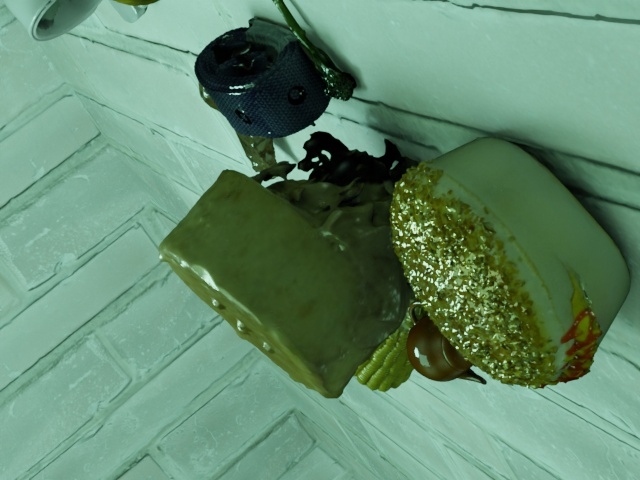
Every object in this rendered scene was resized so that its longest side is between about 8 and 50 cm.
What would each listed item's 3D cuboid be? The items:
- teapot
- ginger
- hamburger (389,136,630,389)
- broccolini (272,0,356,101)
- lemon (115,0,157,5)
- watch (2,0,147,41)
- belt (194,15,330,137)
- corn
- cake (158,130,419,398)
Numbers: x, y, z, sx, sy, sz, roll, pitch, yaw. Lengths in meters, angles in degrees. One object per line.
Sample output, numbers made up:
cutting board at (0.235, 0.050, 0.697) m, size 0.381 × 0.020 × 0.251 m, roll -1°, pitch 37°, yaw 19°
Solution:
teapot at (0.198, 0.160, 1.734) m, size 0.173 × 0.116 × 0.116 m, roll 56°, pitch 166°, yaw -16°
ginger at (-0.134, -0.214, 1.854) m, size 0.122 × 0.084 × 0.290 m, roll 49°, pitch 168°, yaw 41°
hamburger at (0.193, 0.031, 1.206) m, size 0.294 × 0.179 × 0.276 m, roll 49°, pitch 168°, yaw 8°
broccolini at (-0.026, -0.272, 1.452) m, size 0.218 × 0.042 × 0.044 m, roll 54°, pitch 140°, yaw 6°
lemon at (-0.255, -0.413, 1.485) m, size 0.188 × 0.188 × 0.257 m, roll 50°, pitch 175°, yaw 4°
watch at (-0.423, -0.431, 1.914) m, size 0.196 × 0.231 × 0.244 m, roll 48°, pitch 164°, yaw 3°
belt at (-0.078, -0.218, 1.558) m, size 0.126 × 0.139 × 0.230 m, roll 52°, pitch 167°, yaw -32°
corn at (0.111, 0.168, 1.953) m, size 0.144 × 0.144 × 0.387 m, roll 47°, pitch 167°, yaw 17°
cake at (-0.002, 0.000, 1.483) m, size 0.332 × 0.321 × 0.332 m, roll 41°, pitch 169°, yaw 10°
